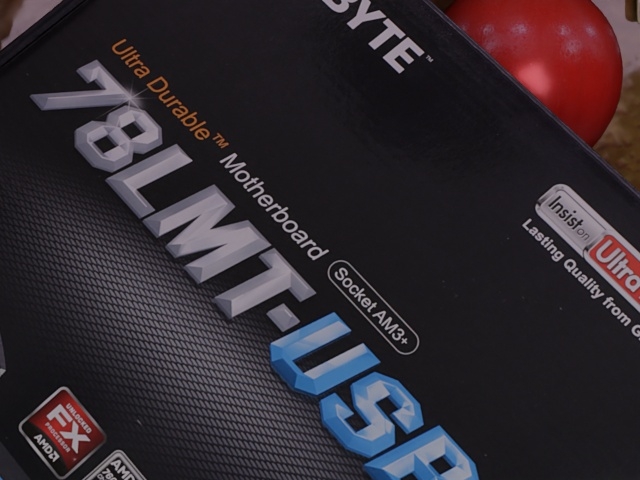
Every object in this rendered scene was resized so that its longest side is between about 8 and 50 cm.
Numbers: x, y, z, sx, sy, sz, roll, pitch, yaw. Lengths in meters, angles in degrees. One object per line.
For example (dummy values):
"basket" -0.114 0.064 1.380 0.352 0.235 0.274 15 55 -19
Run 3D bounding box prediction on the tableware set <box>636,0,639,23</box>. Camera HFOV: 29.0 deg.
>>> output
"tableware set" 0.228 -0.157 0.575 0.168 0.020 0.141 9 105 -7

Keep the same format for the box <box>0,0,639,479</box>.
"box" -0.033 0.044 0.457 0.293 0.073 0.295 -41 73 -6

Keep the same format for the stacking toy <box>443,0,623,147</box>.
"stacking toy" 0.080 0.047 0.571 0.141 0.141 0.331 0 100 -5
